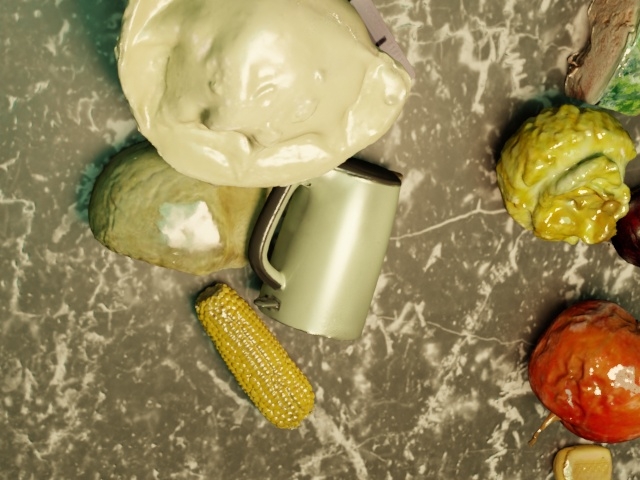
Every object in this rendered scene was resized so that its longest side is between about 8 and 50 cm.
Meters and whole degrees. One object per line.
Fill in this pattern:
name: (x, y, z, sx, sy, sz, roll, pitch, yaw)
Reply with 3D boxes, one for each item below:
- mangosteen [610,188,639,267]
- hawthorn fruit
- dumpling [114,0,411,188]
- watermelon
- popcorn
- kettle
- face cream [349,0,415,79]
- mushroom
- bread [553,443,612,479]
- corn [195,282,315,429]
mangosteen: (0.537, -0.028, 1.708, 0.153, 0.152, 0.152, -4, 108, -13)
hawthorn fruit: (0.430, 0.232, 1.714, 0.242, 0.242, 0.271, 39, 102, -21)
dumpling: (-0.087, -0.213, 1.388, 0.395, 0.233, 0.315, 22, 113, -25)
watermelon: (0.480, -0.342, 1.594, 0.224, 0.180, 0.305, -4, 110, -60)
popcorn: (0.367, -0.101, 1.607, 0.204, 0.183, 0.221, -2, 140, 2)
kettle: (0.000, 0.000, 1.551, 0.240, 0.165, 0.255, 7, 107, -42)
face cream: (0.004, -0.222, 1.543, 0.274, 0.096, 0.154, -40, 110, -14)
mushroom: (-0.182, -0.046, 1.506, 0.267, 0.164, 0.189, 19, 103, -18)
bread: (0.453, 0.396, 1.860, 0.115, 0.056, 0.082, -2, 89, -29)
corn: (-0.100, 0.180, 1.638, 0.091, 0.091, 0.260, -29, 110, 20)
